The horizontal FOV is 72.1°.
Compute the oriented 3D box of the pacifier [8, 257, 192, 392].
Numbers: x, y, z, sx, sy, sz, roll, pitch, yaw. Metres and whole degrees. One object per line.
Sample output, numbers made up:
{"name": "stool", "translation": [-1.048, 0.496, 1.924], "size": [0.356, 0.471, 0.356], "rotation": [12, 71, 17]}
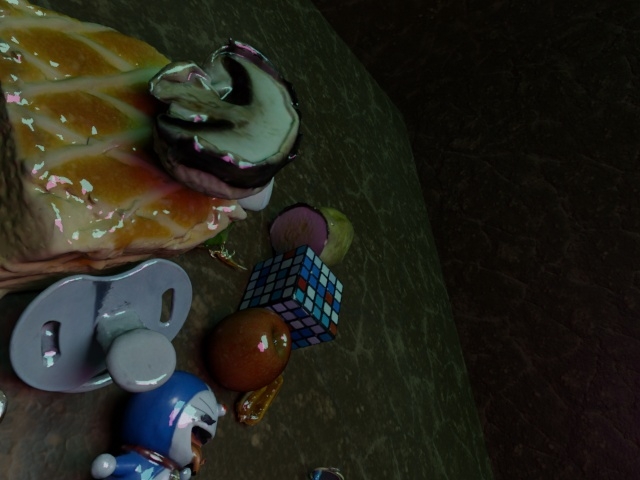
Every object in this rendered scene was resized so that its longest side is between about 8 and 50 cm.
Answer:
{"name": "pacifier", "translation": [-0.293, 0.156, 0.665], "size": [0.279, 0.207, 0.228], "rotation": [-15, 122, -49]}

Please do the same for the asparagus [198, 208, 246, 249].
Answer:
{"name": "asparagus", "translation": [-0.236, -0.058, 1.100], "size": [0.080, 0.080, 0.287], "rotation": [51, 37, -28]}

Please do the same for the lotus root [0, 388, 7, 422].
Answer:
{"name": "lotus root", "translation": [-0.457, 0.209, 0.538], "size": [0.112, 0.081, 0.122], "rotation": [-30, 96, -54]}

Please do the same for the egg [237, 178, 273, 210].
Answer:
{"name": "egg", "translation": [-0.212, -0.226, 1.098], "size": [0.206, 0.162, 0.271], "rotation": [4, 45, -45]}

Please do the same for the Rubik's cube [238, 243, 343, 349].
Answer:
{"name": "Rubik's cube", "translation": [-0.070, 0.151, 1.125], "size": [0.182, 0.187, 0.184], "rotation": [50, 35, -30]}

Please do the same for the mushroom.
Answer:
{"name": "mushroom", "translation": [-0.155, -0.191, 0.715], "size": [0.247, 0.130, 0.344], "rotation": [22, 42, -23]}

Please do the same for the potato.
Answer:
{"name": "potato", "translation": [0.000, 0.000, 1.328], "size": [0.266, 0.229, 0.229], "rotation": [7, 64, -55]}

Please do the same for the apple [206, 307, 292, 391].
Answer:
{"name": "apple", "translation": [-0.150, 0.233, 0.949], "size": [0.181, 0.168, 0.181], "rotation": [48, 30, -39]}

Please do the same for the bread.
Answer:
{"name": "bread", "translation": [-0.375, -0.126, 0.702], "size": [0.390, 0.279, 0.371], "rotation": [-8, 75, -60]}

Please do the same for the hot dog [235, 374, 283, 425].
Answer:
{"name": "hot dog", "translation": [-0.138, 0.353, 1.009], "size": [0.071, 0.045, 0.165], "rotation": [63, 29, -12]}

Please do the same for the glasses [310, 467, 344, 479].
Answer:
{"name": "glasses", "translation": [-0.005, 0.667, 1.028], "size": [0.220, 0.088, 0.190], "rotation": [-45, 112, -39]}

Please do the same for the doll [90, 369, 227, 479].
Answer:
{"name": "doll", "translation": [-0.260, 0.335, 0.698], "size": [0.215, 0.161, 0.257], "rotation": [78, 25, -49]}

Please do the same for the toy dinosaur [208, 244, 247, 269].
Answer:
{"name": "toy dinosaur", "translation": [-0.229, 0.039, 1.093], "size": [0.113, 0.026, 0.041], "rotation": [30, 52, -36]}
